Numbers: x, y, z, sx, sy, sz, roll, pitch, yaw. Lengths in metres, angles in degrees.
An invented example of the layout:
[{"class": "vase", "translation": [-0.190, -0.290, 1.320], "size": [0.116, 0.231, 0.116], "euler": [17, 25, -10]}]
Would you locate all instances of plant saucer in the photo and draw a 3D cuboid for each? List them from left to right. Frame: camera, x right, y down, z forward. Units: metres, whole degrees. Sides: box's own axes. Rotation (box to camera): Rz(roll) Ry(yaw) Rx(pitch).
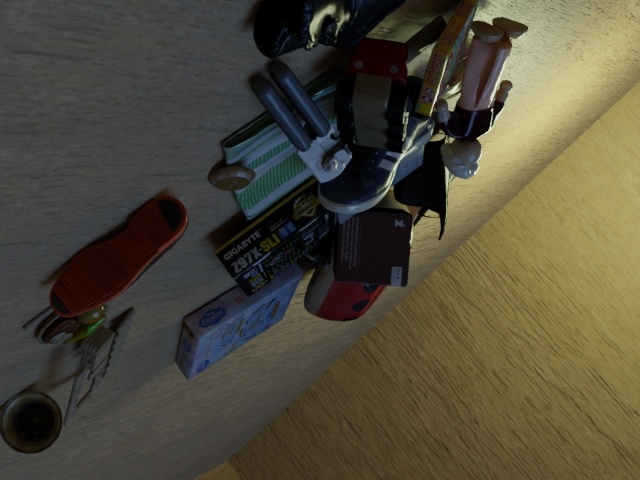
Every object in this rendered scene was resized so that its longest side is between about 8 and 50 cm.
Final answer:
[{"class": "plant saucer", "translation": [-0.153, -0.104, 1.585], "size": [0.084, 0.015, 0.083], "euler": [-7, 159, -3]}]

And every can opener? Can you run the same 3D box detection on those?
[{"class": "can opener", "translation": [-0.031, -0.189, 1.489], "size": [0.074, 0.093, 0.280], "euler": [-41, 144, 0]}]

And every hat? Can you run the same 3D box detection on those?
[{"class": "hat", "translation": [0.239, -0.151, 2.163], "size": [0.134, 0.331, 0.331], "euler": [1, 167, 7]}]

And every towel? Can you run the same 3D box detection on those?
[{"class": "towel", "translation": [-0.058, -0.165, 1.667], "size": [0.248, 0.038, 0.325], "euler": [-35, 165, -12]}]

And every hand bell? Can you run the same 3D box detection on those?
[{"class": "hand bell", "translation": [-0.594, 0.380, 1.949], "size": [0.126, 0.126, 0.242], "euler": [-36, 178, -9]}]

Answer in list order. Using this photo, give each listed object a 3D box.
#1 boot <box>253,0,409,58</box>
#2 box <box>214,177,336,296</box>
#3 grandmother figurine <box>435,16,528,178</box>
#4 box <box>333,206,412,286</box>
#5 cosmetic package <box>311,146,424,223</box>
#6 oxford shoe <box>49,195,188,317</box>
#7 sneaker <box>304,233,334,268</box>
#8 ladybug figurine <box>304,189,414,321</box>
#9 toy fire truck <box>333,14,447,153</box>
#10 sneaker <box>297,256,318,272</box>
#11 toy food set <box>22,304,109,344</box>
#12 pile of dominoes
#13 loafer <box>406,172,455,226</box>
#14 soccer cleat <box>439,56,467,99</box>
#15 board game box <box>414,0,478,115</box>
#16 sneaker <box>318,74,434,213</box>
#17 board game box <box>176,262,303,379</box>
[{"class": "boot", "translation": [0.037, -0.344, 1.240], "size": [0.246, 0.094, 0.207], "euler": [-41, 170, 35]}, {"class": "box", "translation": [-0.087, 0.001, 1.950], "size": [0.257, 0.079, 0.322], "euler": [-35, 172, -5]}, {"class": "grandmother figurine", "translation": [0.317, -0.278, 1.871], "size": [0.208, 0.104, 0.342], "euler": [-10, 129, -23]}, {"class": "box", "translation": [0.118, 0.008, 2.121], "size": [0.167, 0.168, 0.203], "euler": [4, -175, 0]}, {"class": "cosmetic package", "translation": [0.104, -0.152, 1.966], "size": [0.238, 0.107, 0.127], "euler": [-34, 165, -7]}, {"class": "oxford shoe", "translation": [-0.328, 0.038, 1.525], "size": [0.271, 0.097, 0.098], "euler": [-37, 171, -7]}, {"class": "sneaker", "translation": [0.000, 0.000, 2.167], "size": [0.077, 0.072, 0.178], "euler": [-57, -161, 17]}, {"class": "ladybug figurine", "translation": [0.110, 0.064, 2.399], "size": [0.305, 0.162, 0.449], "euler": [-39, 164, -47]}, {"class": "toy fire truck", "translation": [0.127, -0.295, 1.572], "size": [0.217, 0.159, 0.246], "euler": [71, 30, -74]}, {"class": "sneaker", "translation": [-0.012, 0.047, 2.398], "size": [0.098, 0.038, 0.069], "euler": [-27, 162, -40]}, {"class": "toy food set", "translation": [-0.455, 0.154, 1.669], "size": [0.132, 0.038, 0.192], "euler": [-38, 165, -3]}, {"class": "pile of dominoes", "translation": [-0.471, 0.254, 1.888], "size": [0.196, 0.040, 0.251], "euler": [-55, 177, -41]}, {"class": "loafer", "translation": [0.313, -0.132, 2.527], "size": [0.268, 0.092, 0.102], "euler": [-42, 165, 14]}, {"class": "soccer cleat", "translation": [0.299, -0.344, 1.934], "size": [0.196, 0.068, 0.076], "euler": [-22, 164, -28]}, {"class": "board game box", "translation": [0.225, -0.333, 1.595], "size": [0.259, 0.039, 0.124], "euler": [-63, 170, -48]}, {"class": "sneaker", "translation": [0.106, -0.196, 1.747], "size": [0.350, 0.131, 0.148], "euler": [-51, 153, -37]}, {"class": "board game box", "translation": [-0.212, 0.202, 2.329], "size": [0.318, 0.066, 0.318], "euler": [-31, 164, -26]}]
